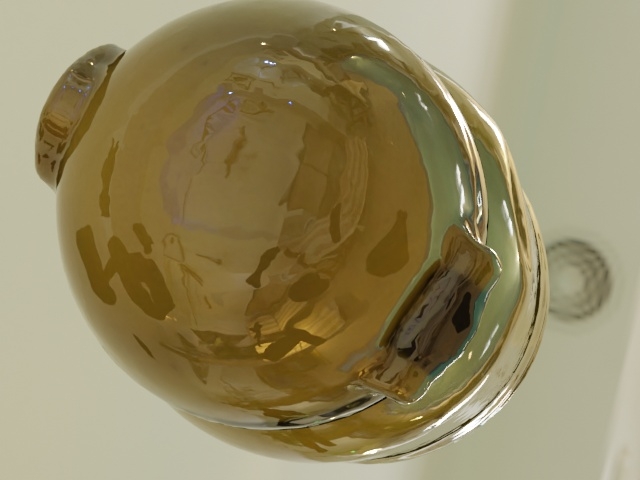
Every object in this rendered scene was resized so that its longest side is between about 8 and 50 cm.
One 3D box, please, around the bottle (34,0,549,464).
[{"bbox_3d":[0.000,0.000,0.718,0.351,0.172,0.171,43,-118,-79],"label":"bottle"}]
